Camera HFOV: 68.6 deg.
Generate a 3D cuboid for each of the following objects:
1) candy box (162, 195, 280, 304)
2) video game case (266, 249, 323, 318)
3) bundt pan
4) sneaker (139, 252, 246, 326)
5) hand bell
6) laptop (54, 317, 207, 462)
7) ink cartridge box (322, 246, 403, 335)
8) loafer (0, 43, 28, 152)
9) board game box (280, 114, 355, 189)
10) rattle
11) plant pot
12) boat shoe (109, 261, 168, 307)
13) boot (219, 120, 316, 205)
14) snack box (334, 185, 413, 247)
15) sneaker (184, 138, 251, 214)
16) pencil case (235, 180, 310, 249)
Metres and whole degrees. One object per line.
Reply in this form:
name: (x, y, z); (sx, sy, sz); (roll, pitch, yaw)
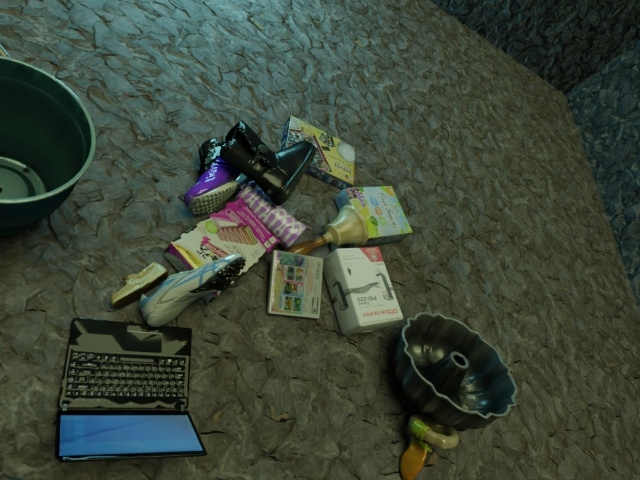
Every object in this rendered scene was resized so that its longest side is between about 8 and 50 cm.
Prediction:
candy box: (-0.228, 0.017, 1.113); (0.159, 0.071, 0.233); (48, 48, -2)
video game case: (-0.062, 0.112, 1.180); (0.143, 0.019, 0.157); (11, 75, -29)
bundt pan: (0.332, 0.348, 1.226); (0.331, 0.124, 0.331); (19, 33, -13)
sneaker: (-0.267, 0.087, 0.974); (0.237, 0.085, 0.086); (-31, 67, -7)
hand bell: (0.000, 0.000, 1.279); (0.242, 0.126, 0.126); (-24, 79, -30)
laptop: (-0.335, 0.258, 0.850); (0.234, 0.136, 0.264); (13, 57, -30)
ink cartridge box: (0.110, 0.134, 1.267); (0.158, 0.092, 0.218); (-2, 67, -36)
loafer: (-0.681, -0.318, 0.951); (0.366, 0.134, 0.130); (41, 50, -9)
board game box: (-0.004, -0.270, 1.461); (0.243, 0.042, 0.165); (22, 53, -23)
rattle: (0.286, 0.514, 1.190); (0.199, 0.130, 0.143); (20, 74, -66)
plant pot: (-0.571, -0.134, 0.833); (0.271, 0.255, 0.271); (16, 59, -29)
boat shoe: (-0.384, 0.091, 0.979); (0.045, 0.050, 0.135); (42, 45, 10)
boot: (-0.130, -0.232, 1.196); (0.207, 0.094, 0.246); (43, 48, -20)
snack box: (0.165, -0.077, 1.446); (0.207, 0.070, 0.174); (-7, 68, -40)
sneaker: (-0.268, -0.178, 1.187); (0.146, 0.102, 0.293); (47, 40, -3)
pencil case: (-0.129, -0.070, 1.221); (0.206, 0.086, 0.088); (45, 77, -6)
